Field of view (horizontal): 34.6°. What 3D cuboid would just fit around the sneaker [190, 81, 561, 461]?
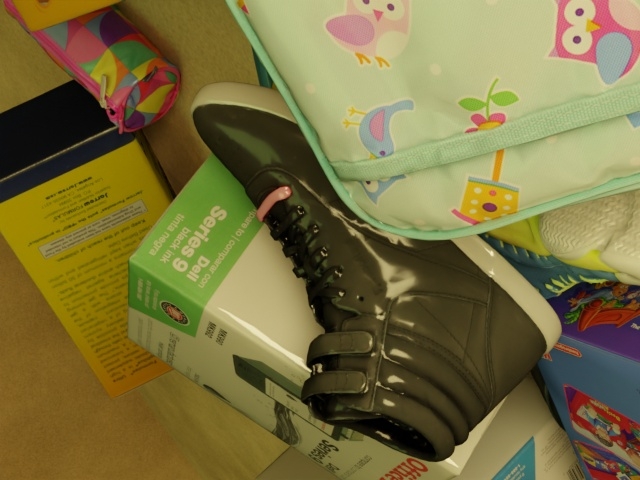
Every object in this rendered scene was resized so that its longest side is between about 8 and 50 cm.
[{"bbox_3d":[0.010,0.027,0.665,0.296,0.147,0.104,39,155,-5],"label":"sneaker"}]

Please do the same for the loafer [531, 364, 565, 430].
[{"bbox_3d":[0.193,0.086,0.831,0.061,0.062,0.170,-121,8,-60],"label":"loafer"}]

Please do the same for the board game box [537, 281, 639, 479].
[{"bbox_3d":[0.310,0.157,0.665,0.347,0.078,0.233,19,143,54],"label":"board game box"}]

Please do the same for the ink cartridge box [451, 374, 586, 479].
[{"bbox_3d":[0.201,0.241,0.935,0.082,0.139,0.191,13,138,56],"label":"ink cartridge box"}]

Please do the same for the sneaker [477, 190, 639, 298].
[{"bbox_3d":[0.174,-0.007,0.682,0.240,0.091,0.126,35,165,52],"label":"sneaker"}]

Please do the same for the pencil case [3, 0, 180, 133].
[{"bbox_3d":[-0.260,-0.226,1.159,0.236,0.104,0.104,45,158,17],"label":"pencil case"}]

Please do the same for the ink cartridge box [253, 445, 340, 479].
[{"bbox_3d":[0.051,0.493,1.665,0.223,0.129,0.307,23,146,50],"label":"ink cartridge box"}]

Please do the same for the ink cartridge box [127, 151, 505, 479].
[{"bbox_3d":[-0.006,0.084,0.839,0.289,0.121,0.211,33,156,4],"label":"ink cartridge box"}]

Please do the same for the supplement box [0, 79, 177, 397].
[{"bbox_3d":[-0.273,-0.008,1.335,0.194,0.195,0.356,-120,5,-55],"label":"supplement box"}]

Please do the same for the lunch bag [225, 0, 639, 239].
[{"bbox_3d":[0.104,-0.118,0.441,0.279,0.108,0.224,-13,117,32],"label":"lunch bag"}]

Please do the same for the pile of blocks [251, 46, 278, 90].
[{"bbox_3d":[0.032,-0.157,0.693,0.149,0.112,0.362,65,159,17],"label":"pile of blocks"}]

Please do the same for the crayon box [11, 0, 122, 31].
[{"bbox_3d":[-0.190,-0.285,0.792,0.318,0.081,0.202,-7,123,40],"label":"crayon box"}]
